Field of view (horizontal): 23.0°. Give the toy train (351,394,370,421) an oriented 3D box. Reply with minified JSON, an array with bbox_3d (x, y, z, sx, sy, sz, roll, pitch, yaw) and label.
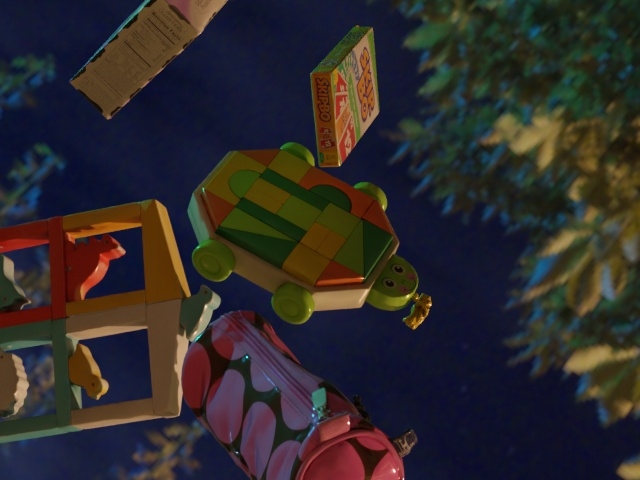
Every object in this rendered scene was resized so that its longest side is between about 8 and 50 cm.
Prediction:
[{"bbox_3d":[0.017,0.210,1.353,0.036,0.158,0.027,5,5,-12],"label":"toy train"}]

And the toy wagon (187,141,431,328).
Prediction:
[{"bbox_3d":[0.000,0.000,2.100,0.344,0.267,0.068,28,-46,8],"label":"toy wagon"}]

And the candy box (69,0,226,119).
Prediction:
[{"bbox_3d":[-0.188,-0.256,1.871,0.070,0.165,0.196,44,-49,-11],"label":"candy box"}]

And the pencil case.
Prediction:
[{"bbox_3d":[-0.024,0.117,1.053,0.209,0.095,0.098,34,-29,56],"label":"pencil case"}]

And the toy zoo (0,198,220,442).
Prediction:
[{"bbox_3d":[-0.228,0.073,1.379,0.293,0.192,0.030,-11,-19,13],"label":"toy zoo"}]

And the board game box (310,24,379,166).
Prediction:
[{"bbox_3d":[0.037,-0.196,2.068,0.039,0.259,0.124,-1,-69,13],"label":"board game box"}]
